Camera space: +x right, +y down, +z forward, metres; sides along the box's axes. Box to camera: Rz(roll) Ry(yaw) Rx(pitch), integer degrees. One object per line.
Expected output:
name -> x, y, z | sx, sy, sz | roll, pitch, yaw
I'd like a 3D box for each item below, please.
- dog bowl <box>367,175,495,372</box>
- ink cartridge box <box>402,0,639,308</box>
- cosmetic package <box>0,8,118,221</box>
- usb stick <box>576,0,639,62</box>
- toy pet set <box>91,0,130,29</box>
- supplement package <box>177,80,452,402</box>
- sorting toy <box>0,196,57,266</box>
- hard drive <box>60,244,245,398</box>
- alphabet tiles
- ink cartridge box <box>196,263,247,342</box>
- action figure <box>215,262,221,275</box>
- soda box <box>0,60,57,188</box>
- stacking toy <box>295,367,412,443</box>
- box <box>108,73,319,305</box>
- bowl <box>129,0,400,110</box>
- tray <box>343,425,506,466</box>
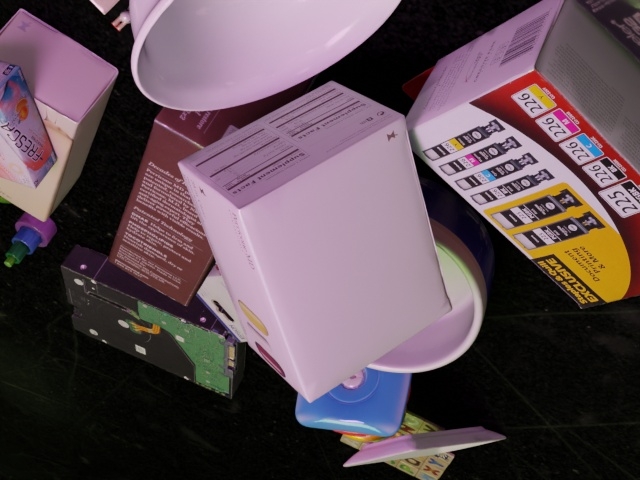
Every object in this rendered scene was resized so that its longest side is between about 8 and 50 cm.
dog bowl -> 0.090, 0.043, 1.393 | 0.265, 0.104, 0.265 | 11, 131, 13
ink cartridge box -> 0.250, -0.075, 1.143 | 0.309, 0.130, 0.272 | 40, 147, -19
cosmetic package -> -0.410, -0.168, 1.531 | 0.160, 0.113, 0.309 | 32, 149, -5
usb stick -> 0.332, -0.185, 1.006 | 0.278, 0.045, 0.077 | 38, 154, -15
toy pet set -> -0.259, -0.315, 1.281 | 0.122, 0.065, 0.114 | 45, 179, -19
supplement package -> 0.000, 0.000, 1.158 | 0.145, 0.204, 0.262 | 34, 149, 51
sorting toy -> -0.582, -0.090, 1.759 | 0.127, 0.126, 0.365 | 1, 138, 36
hard drive -> -0.296, 0.148, 1.934 | 0.339, 0.064, 0.237 | 23, 148, 10
alphabet tiles -> 0.145, 0.364, 1.952 | 0.198, 0.009, 0.237 | 25, 148, 6
ink cartridge box -> -0.044, 0.083, 1.650 | 0.332, 0.065, 0.165 | -6, 134, 40
action figure -> -0.087, 0.060, 1.486 | 0.091, 0.139, 0.280 | 44, 147, 50
soda box -> -0.404, -0.150, 1.391 | 0.063, 0.058, 0.183 | 17, 147, 17
stacking toy -> 0.084, 0.277, 1.767 | 0.175, 0.166, 0.302 | 4, 153, 18
box -> -0.147, -0.086, 1.372 | 0.143, 0.191, 0.381 | 31, 147, -4
bowl -> -0.068, -0.263, 1.049 | 0.134, 0.298, 0.298 | 65, 151, 16
tray -> 0.170, 0.328, 1.724 | 0.145, 0.030, 0.270 | -23, 161, 37
